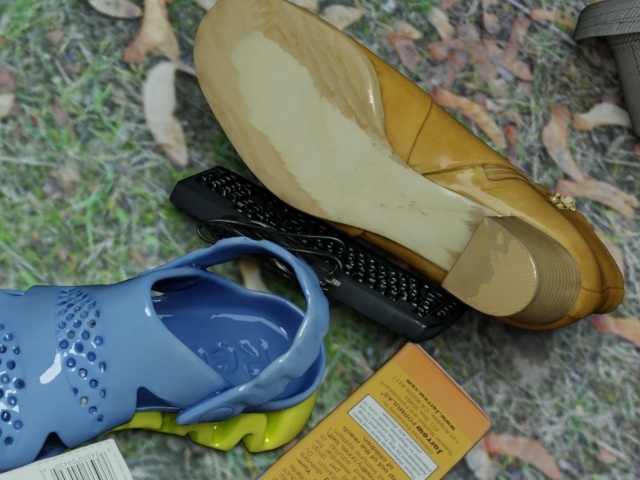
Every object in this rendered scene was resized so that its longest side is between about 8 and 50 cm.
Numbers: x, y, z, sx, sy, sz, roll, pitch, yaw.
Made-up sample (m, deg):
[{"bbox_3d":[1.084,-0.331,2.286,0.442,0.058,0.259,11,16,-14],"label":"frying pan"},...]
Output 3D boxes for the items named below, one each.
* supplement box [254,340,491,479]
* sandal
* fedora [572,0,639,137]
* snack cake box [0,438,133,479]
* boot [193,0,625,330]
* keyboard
[{"bbox_3d":[-0.003,0.156,1.152,0.080,0.078,0.233,46,48,5],"label":"supplement box"},{"bbox_3d":[-0.121,0.059,1.111,0.317,0.138,0.126,-9,66,-32],"label":"sandal"},{"bbox_3d":[0.324,-0.136,1.473,0.275,0.243,0.124,-14,97,-39],"label":"fedora"},{"bbox_3d":[-0.196,0.215,0.993,0.264,0.089,0.152,-15,70,-36],"label":"snack cake box"},{"bbox_3d":[0.061,-0.044,1.288,0.295,0.104,0.211,42,13,16],"label":"boot"},{"bbox_3d":[0.000,0.000,1.233,0.192,0.038,0.100,29,26,14],"label":"keyboard"}]
